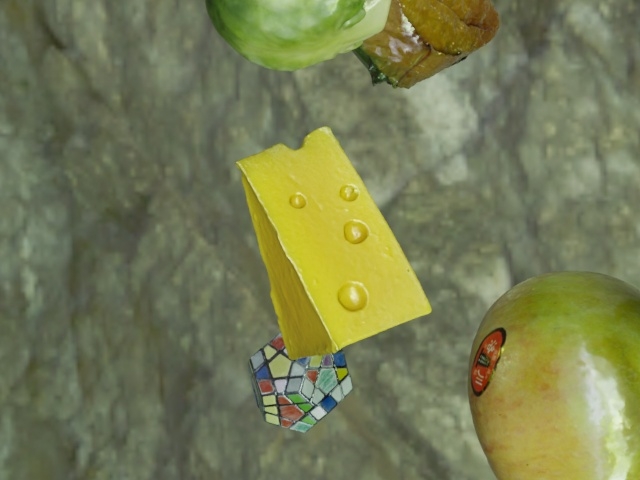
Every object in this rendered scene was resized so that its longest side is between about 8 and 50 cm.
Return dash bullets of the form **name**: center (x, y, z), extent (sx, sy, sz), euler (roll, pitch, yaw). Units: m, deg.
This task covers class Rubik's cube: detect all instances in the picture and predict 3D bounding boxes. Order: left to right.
- **Rubik's cube**: center (-0.021, 0.135, 1.223), extent (0.093, 0.111, 0.111), euler (48, -18, 6)

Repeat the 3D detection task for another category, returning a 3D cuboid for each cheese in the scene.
- **cheese**: center (0.000, 0.000, 0.999), extent (0.171, 0.093, 0.126), euler (67, -19, -2)

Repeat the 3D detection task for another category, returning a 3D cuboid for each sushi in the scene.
- **sushi**: center (0.071, -0.232, 1.270), extent (0.140, 0.287, 0.149), euler (8, -98, 46)

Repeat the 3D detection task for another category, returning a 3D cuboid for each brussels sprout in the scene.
- **brussels sprout**: center (-0.016, -0.205, 0.980), extent (0.117, 0.155, 0.155), euler (94, -10, -67)

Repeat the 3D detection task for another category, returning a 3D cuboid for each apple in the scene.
- **apple**: center (0.260, 0.154, 1.218), extent (0.261, 0.194, 0.260), euler (32, 50, -49)
